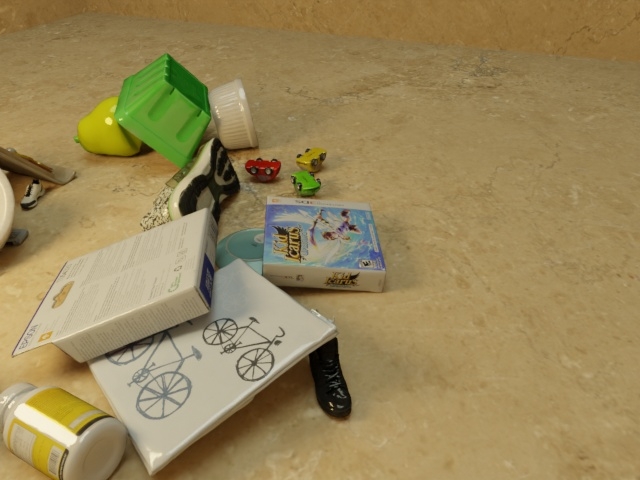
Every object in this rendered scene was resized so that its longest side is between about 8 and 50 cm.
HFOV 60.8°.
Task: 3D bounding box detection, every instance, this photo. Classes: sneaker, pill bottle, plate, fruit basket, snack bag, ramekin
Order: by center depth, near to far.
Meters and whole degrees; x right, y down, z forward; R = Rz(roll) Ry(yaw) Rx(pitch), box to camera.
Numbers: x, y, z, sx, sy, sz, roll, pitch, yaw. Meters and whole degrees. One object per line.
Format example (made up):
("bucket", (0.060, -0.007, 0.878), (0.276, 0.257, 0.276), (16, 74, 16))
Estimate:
("pill bottle", (-0.373, 0.268, 0.770), (0.184, 0.103, 0.103), (17, 38, 24))
("sneaker", (0.008, 0.194, 0.879), (0.051, 0.089, 0.170), (-9, 32, -14))
("snack bag", (-0.189, 0.172, 0.899), (0.342, 0.037, 0.323), (-34, 38, -24))
("plate", (-0.146, 0.015, 1.213), (0.188, 0.024, 0.188), (-1, 34, 1))
("sneaker", (-0.329, -0.133, 1.353), (0.181, 0.158, 0.410), (-12, 26, 15))
("sneaker", (-0.754, -0.121, 1.419), (0.040, 0.044, 0.109), (-2, 35, -5))
("fruit basket", (-0.523, -0.348, 1.627), (0.392, 0.283, 0.392), (-33, 36, 29))
("ramekin", (-0.263, -0.373, 1.642), (0.108, 0.207, 0.207), (-15, 35, -5))

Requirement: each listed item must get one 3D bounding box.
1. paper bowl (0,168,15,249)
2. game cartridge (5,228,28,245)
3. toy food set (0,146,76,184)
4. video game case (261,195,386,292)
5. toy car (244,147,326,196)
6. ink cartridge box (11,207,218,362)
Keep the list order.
("paper bowl", (-0.813, -0.060, 1.160), (0.284, 0.284, 0.148), (-30, 2, -35))
("game cartridge", (-0.730, -0.008, 1.274), (0.083, 0.017, 0.056), (-1, 37, 1))
("toy food set", (-0.825, -0.247, 1.429), (0.219, 0.306, 0.093), (14, 80, 20))
("video game case", (0.000, 0.000, 1.174), (0.244, 0.061, 0.270), (3, 33, -6))
("toy car", (-0.064, -0.171, 1.462), (0.238, 0.053, 0.225), (-15, 36, -18))
("ink cartridge box", (-0.357, 0.082, 1.023), (0.329, 0.072, 0.324), (-22, 28, 4))
